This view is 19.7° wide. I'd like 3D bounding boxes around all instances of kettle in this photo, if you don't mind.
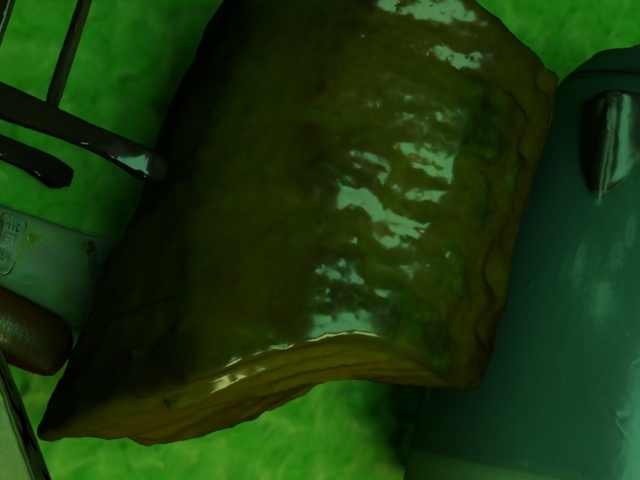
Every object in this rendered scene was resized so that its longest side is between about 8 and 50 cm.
[{"bbox_3d":[0.221,0.040,1.274,0.319,0.247,0.342,28,72,-65],"label":"kettle"}]

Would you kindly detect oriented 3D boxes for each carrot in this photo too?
[{"bbox_3d":[0.000,0.000,1.123,0.241,0.241,0.341,26,77,-28],"label":"carrot"}]

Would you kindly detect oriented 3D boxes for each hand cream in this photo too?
[{"bbox_3d":[-0.190,0.007,1.135,0.143,0.039,0.061,24,77,-33],"label":"hand cream"}]

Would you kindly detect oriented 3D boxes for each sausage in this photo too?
[{"bbox_3d":[-0.207,0.045,1.120,0.131,0.041,0.039,28,62,-28],"label":"sausage"}]

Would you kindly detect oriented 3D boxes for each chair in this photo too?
[{"bbox_3d":[-0.227,-0.162,1.040,0.319,0.160,0.186,23,78,-30],"label":"chair"}]

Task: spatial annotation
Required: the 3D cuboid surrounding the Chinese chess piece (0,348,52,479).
[{"bbox_3d":[-0.199,0.147,1.006,0.104,0.257,0.257,-21,102,-7],"label":"Chinese chess piece"}]
